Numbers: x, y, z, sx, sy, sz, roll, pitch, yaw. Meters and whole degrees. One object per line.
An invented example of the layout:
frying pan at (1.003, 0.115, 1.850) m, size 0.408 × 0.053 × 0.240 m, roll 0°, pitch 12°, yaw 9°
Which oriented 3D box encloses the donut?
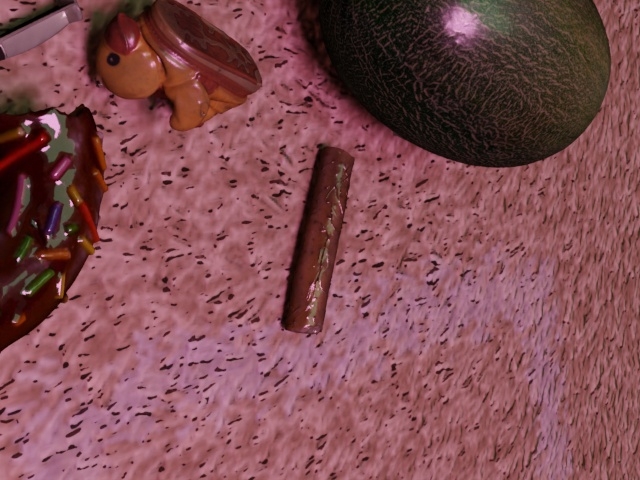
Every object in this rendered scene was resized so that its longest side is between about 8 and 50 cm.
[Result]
donut at (-0.216, -0.030, 0.567) m, size 0.216 × 0.096 × 0.230 m, roll -49°, pitch 126°, yaw -33°

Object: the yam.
yam at (0.000, 0.000, 0.845) m, size 0.032 × 0.032 × 0.145 m, roll 21°, pitch 77°, yaw -45°

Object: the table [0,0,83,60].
table at (-0.158, -0.212, 0.640) m, size 0.146 × 0.062 × 0.175 m, roll -39°, pitch 117°, yaw -38°

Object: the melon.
melon at (0.107, -0.155, 0.836) m, size 0.287 × 0.182 × 0.182 m, roll 25°, pitch 75°, yaw -46°

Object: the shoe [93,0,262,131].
shoe at (-0.091, -0.106, 0.712) m, size 0.109 × 0.069 × 0.072 m, roll -3°, pitch 58°, yaw -57°
